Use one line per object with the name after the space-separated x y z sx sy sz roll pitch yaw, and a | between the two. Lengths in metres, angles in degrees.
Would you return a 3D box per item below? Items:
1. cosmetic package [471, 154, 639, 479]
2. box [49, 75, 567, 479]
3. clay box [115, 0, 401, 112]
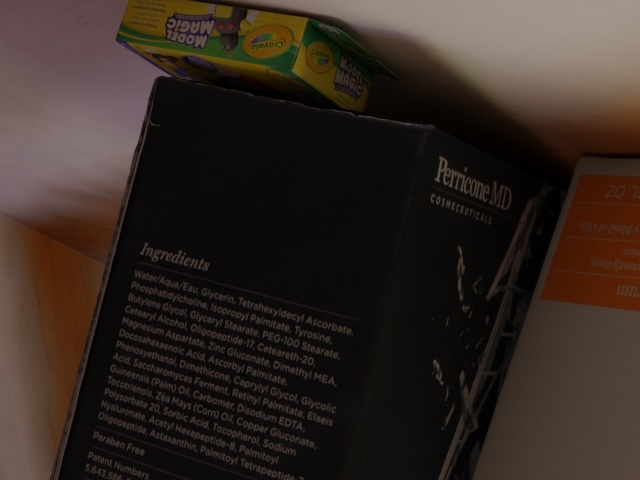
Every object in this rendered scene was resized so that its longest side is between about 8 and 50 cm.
0.279 0.163 1.346 0.161 0.453 0.230 25 169 -32 | cosmetic package
0.023 0.138 1.496 0.297 0.471 0.480 12 178 30 | box
-0.053 -0.158 1.372 0.222 0.053 0.127 14 172 32 | clay box
